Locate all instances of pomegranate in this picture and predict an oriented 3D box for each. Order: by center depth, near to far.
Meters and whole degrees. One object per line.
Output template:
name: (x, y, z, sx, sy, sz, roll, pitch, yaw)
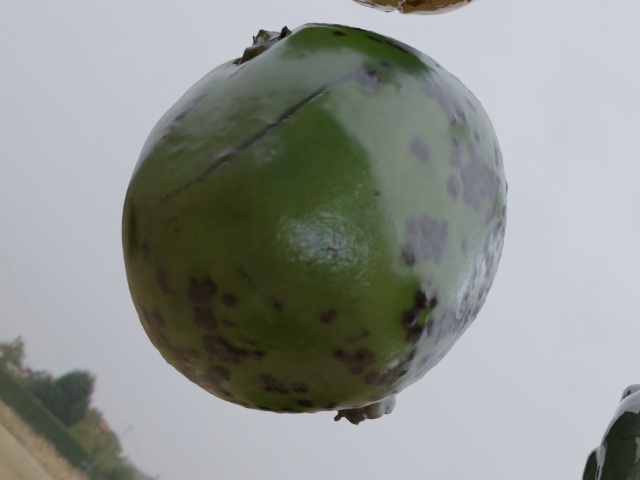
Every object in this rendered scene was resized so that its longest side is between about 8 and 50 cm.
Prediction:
pomegranate: (0.000, 0.000, 0.511, 0.254, 0.254, 0.270, 16, -58, 51)

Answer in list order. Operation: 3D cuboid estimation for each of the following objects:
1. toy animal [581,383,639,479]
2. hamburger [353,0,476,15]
toy animal: (0.243, 0.139, 0.348, 0.251, 0.127, 0.125, 3, 2, 35)
hamburger: (0.061, -0.260, 0.573, 0.330, 0.162, 0.209, -1, -44, -1)
